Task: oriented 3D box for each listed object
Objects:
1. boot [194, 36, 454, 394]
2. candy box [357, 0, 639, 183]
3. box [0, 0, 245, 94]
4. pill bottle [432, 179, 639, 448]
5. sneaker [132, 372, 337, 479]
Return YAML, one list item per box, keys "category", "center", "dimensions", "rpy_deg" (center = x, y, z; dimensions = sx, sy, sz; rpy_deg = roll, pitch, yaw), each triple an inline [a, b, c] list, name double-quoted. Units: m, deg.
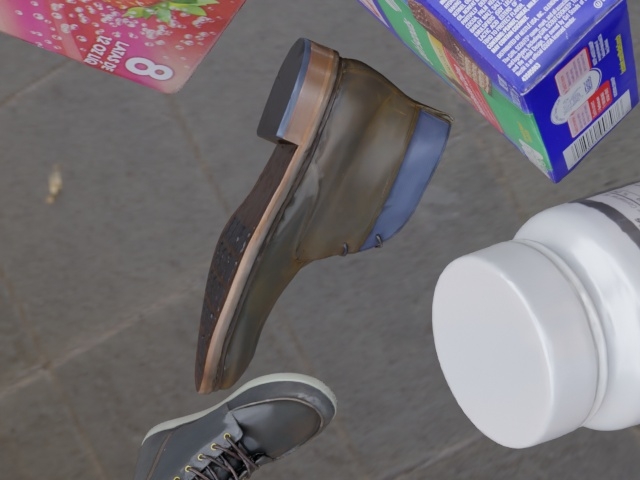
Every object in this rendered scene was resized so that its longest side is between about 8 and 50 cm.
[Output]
- category: "boot"
  center: [0.000, 0.000, 0.967]
  dimensions: [0.106, 0.082, 0.219]
  rpy_deg: [18, 97, -15]
- category: "candy box"
  center: [0.117, -0.223, 1.391]
  dimensions: [0.122, 0.268, 0.317]
  rpy_deg: [-43, 71, 1]
- category: "box"
  center: [-0.033, -0.149, 0.323]
  dimensions: [0.123, 0.257, 0.128]
  rpy_deg: [19, 65, -15]
- category: "pill bottle"
  center: [0.293, 0.049, 1.452]
  dimensions: [0.204, 0.361, 0.204]
  rpy_deg: [39, 137, 48]
- category: "sneaker"
  center: [-0.084, 0.207, 1.509]
  dimensions: [0.222, 0.118, 0.083]
  rpy_deg: [-26, 116, 28]
